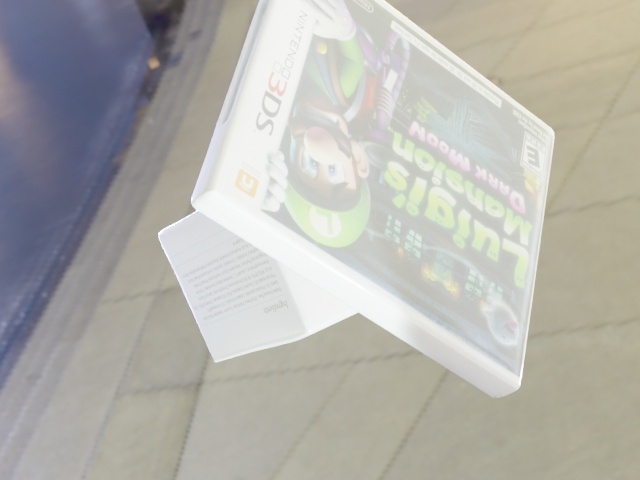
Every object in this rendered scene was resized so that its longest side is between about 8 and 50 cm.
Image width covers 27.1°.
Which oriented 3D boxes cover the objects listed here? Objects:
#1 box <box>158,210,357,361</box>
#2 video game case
[{"bbox_3d":[0.000,0.000,1.037,0.181,0.119,0.182,-23,0,-30],"label":"box"},{"bbox_3d":[0.038,-0.038,0.661,0.022,0.190,0.173,-31,35,45],"label":"video game case"}]
